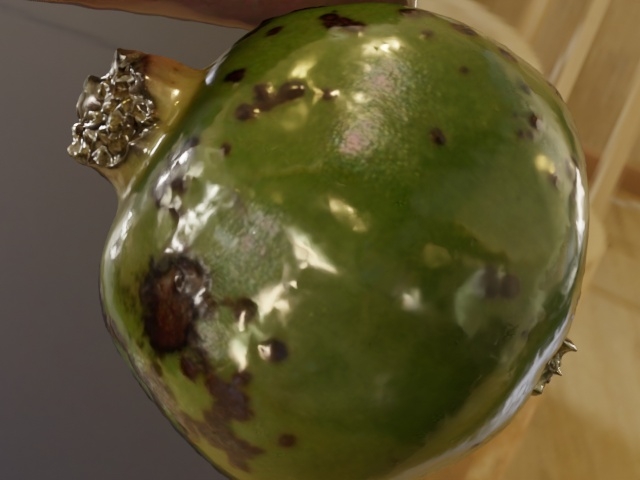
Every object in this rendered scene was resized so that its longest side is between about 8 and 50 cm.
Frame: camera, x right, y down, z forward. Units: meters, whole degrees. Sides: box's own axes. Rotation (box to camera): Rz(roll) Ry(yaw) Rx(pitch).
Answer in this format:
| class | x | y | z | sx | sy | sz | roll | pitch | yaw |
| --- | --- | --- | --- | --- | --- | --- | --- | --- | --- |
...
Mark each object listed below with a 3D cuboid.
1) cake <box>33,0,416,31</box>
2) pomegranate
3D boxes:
| class | x | y | z | sx | sy | sz | roll | pitch | yaw |
| --- | --- | --- | --- | --- | --- | --- | --- | --- | --- |
| cake | -0.094 | -0.254 | 0.858 | 0.308 | 0.237 | 0.230 | 3 | 24 | -19 |
| pomegranate | 0.000 | 0.000 | 0.746 | 0.270 | 0.254 | 0.254 | 28 | 24 | -8 |
